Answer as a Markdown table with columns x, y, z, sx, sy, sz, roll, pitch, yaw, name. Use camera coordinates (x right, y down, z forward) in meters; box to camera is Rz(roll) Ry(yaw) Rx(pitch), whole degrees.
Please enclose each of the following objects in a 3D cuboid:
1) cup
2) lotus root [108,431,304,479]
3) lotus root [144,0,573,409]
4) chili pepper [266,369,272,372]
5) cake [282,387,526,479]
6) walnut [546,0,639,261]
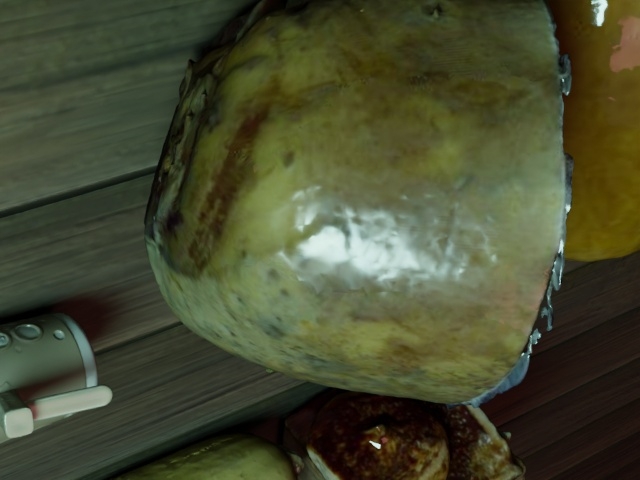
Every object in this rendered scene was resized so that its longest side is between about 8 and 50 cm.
| x | y | z | sx | sy | sz | roll | pitch | yaw | name |
| --- | --- | --- | --- | --- | --- | --- | --- | --- | --- |
| -0.193 | 0.087 | 0.822 | 0.099 | 0.074 | 0.102 | -17 | 176 | -39 | cup |
| -0.135 | 0.268 | 1.150 | 0.303 | 0.131 | 0.146 | -21 | 149 | -30 | lotus root |
| 0.007 | -0.038 | 0.701 | 0.192 | 0.272 | 0.272 | 9 | 140 | -11 | lotus root |
| 0.000 | 0.052 | 1.006 | 0.071 | 0.063 | 0.272 | -27 | 167 | -29 | chili pepper |
| 0.079 | 0.233 | 1.308 | 0.199 | 0.196 | 0.293 | -29 | 149 | -20 | cake |
| 0.172 | -0.121 | 0.800 | 0.209 | 0.209 | 0.336 | -29 | 154 | -17 | walnut |
